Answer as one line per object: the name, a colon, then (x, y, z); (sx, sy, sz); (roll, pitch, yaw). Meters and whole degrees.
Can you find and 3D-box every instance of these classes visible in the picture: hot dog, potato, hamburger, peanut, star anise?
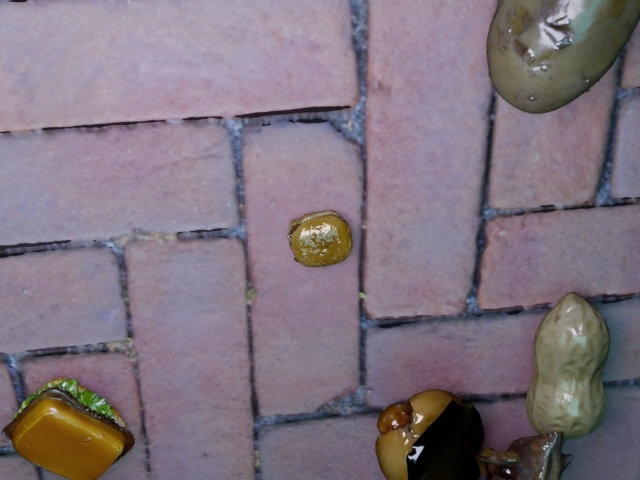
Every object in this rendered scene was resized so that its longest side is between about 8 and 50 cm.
hot dog: (0.147, 0.316, 1.300); (0.194, 0.107, 0.326); (-44, 147, -26)
potato: (0.276, -0.264, 0.967); (0.165, 0.165, 0.262); (7, 113, -12)
hamburger: (-0.347, 0.264, 1.240); (0.137, 0.087, 0.166); (-41, 119, 15)
hamburger: (0.000, 0.000, 1.154); (0.083, 0.044, 0.076); (-18, 122, 0)
peanut: (0.364, 0.196, 1.275); (0.124, 0.123, 0.256); (-6, 124, -4)
star anise: (0.275, 0.384, 1.332); (0.292, 0.109, 0.350); (-56, 149, 12)
